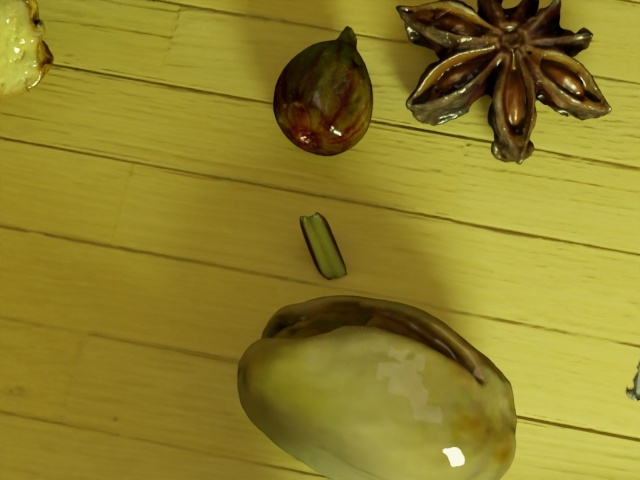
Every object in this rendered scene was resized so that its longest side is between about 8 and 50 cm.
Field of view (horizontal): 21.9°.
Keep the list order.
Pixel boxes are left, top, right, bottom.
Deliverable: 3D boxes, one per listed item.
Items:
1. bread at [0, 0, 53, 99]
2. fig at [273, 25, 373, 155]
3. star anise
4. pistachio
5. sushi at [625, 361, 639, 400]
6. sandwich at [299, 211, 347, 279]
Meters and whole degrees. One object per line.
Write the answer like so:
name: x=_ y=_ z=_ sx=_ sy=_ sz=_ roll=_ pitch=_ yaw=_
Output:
bread: x=-0.398 y=-0.238 z=1.792 sx=0.229 sy=0.143 sz=0.139 roll=6 pitch=33 yaw=4
fig: x=0.013 y=-0.167 z=1.788 sx=0.109 sy=0.103 sz=0.154 roll=41 pitch=60 yaw=-23
star anise: x=0.196 y=-0.180 z=1.792 sx=0.214 sy=0.099 sz=0.220 roll=-22 pitch=75 yaw=8
pistachio: x=0.061 y=0.160 z=1.645 sx=0.288 sy=0.197 sz=0.166 roll=18 pitch=28 yaw=19
sushi: x=0.430 y=0.126 z=1.704 sx=0.201 sy=0.031 sz=0.139 roll=17 pitch=72 yaw=7
sandwich: x=0.000 y=0.000 z=1.759 sx=0.031 sy=0.044 sz=0.083 roll=-21 pitch=114 yaw=-1
